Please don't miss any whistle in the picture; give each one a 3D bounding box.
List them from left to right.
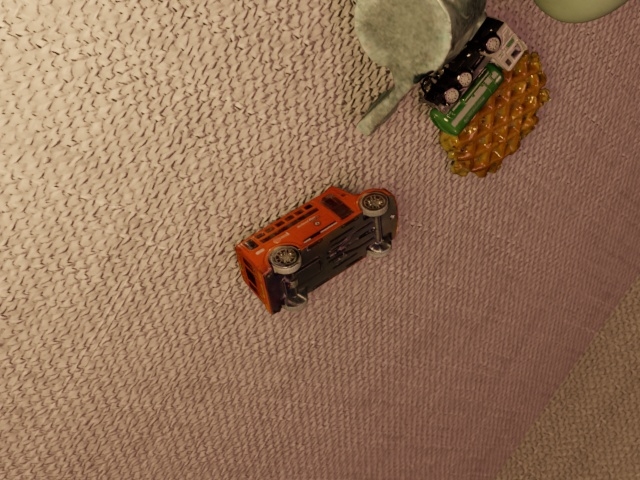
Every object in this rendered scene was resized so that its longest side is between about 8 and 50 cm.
[{"bbox_3d":[0.176,-0.353,1.582,0.168,0.188,0.404,-50,154,-40],"label":"whistle"}]

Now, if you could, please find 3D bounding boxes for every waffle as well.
[{"bbox_3d":[0.394,-0.284,1.980,0.302,0.068,0.324,23,102,-51],"label":"waffle"}]

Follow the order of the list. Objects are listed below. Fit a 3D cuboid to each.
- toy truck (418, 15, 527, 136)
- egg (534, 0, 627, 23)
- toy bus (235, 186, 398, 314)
[{"bbox_3d":[0.311,-0.336,1.806,0.125,0.101,0.242,36,94,-33],"label":"toy truck"},{"bbox_3d":[0.535,-0.610,1.680,0.276,0.276,0.388,-2,121,-44],"label":"egg"},{"bbox_3d":[0.000,0.000,1.759,0.329,0.153,0.143,-32,140,-20],"label":"toy bus"}]
